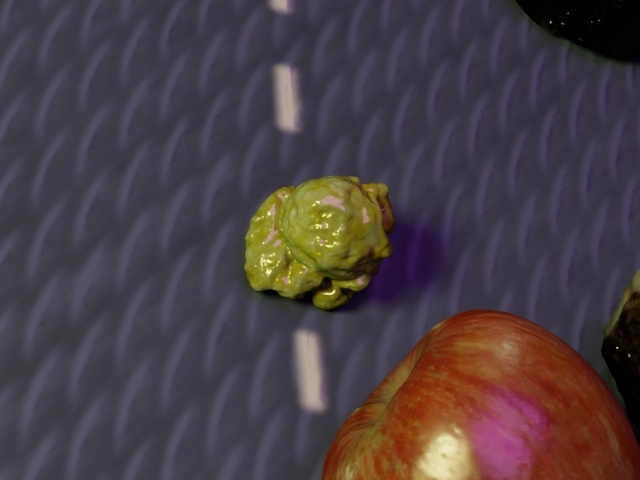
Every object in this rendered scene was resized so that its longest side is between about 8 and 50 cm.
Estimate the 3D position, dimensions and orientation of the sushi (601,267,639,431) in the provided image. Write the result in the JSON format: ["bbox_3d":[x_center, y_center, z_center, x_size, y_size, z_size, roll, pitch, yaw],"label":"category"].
[{"bbox_3d":[0.314,0.028,0.838,0.349,0.234,0.207,-23,66,-26],"label":"sushi"}]

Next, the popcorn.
[{"bbox_3d":[-0.001,-0.003,0.852,0.083,0.068,0.059,-21,50,5],"label":"popcorn"}]

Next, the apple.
[{"bbox_3d":[0.074,0.110,0.749,0.131,0.146,0.146,42,53,0],"label":"apple"}]

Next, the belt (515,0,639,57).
[{"bbox_3d":[0.184,-0.208,1.051,0.151,0.078,0.198,18,53,-2],"label":"belt"}]
